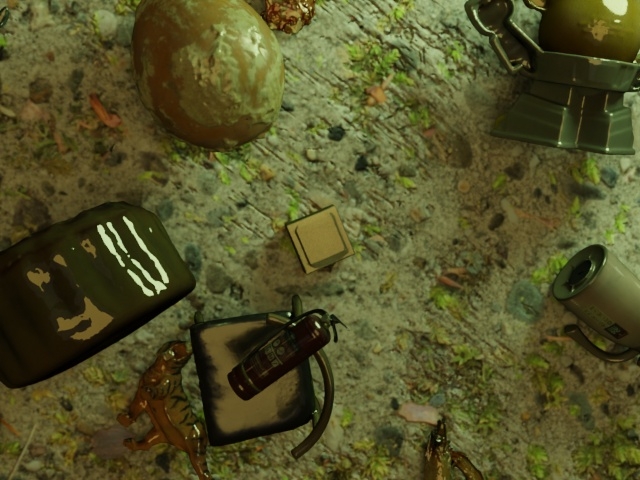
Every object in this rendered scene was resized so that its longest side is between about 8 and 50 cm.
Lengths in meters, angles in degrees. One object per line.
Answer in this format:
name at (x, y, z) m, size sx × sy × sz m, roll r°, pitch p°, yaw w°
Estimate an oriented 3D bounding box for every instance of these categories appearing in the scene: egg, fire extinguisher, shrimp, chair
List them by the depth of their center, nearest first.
fire extinguisher at (-0.039, 0.132, 1.291) m, size 0.158 × 0.064 × 0.043 m, roll -36°, pitch 139°, yaw 9°
egg at (-0.151, -0.236, 1.431) m, size 0.203 × 0.203 × 0.245 m, roll -31°, pitch 91°, yaw -4°
chair at (-0.081, 0.178, 1.437) m, size 0.166 × 0.272 × 0.188 m, roll -10°, pitch 95°, yaw -7°
shrimp at (0.199, 0.355, 1.605) m, size 0.099 × 0.041 × 0.180 m, roll -10°, pitch 95°, yaw -8°

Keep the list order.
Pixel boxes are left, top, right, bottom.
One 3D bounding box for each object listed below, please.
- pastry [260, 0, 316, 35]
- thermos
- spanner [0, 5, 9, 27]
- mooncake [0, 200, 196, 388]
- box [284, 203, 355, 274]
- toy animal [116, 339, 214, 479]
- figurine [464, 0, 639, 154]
pastry at (-0.050, -0.374, 1.506) m, size 0.087 × 0.063 × 0.169 m, roll -7°, pitch 101°, yaw 2°
thermos at (0.438, 0.114, 1.598) m, size 0.193 × 0.105 × 0.137 m, roll 39°, pitch 115°, yaw -15°
spanner at (-0.502, -0.222, 1.477) m, size 0.054 × 0.015 × 0.254 m, roll 25°, pitch 91°, yaw -9°
mooncake at (-0.316, 0.066, 1.395) m, size 0.290 × 0.290 × 0.161 m, roll -29°, pitch 88°, yaw -4°
box at (0.000, 0.000, 1.552) m, size 0.079 × 0.035 × 0.083 m, roll -22°, pitch 98°, yaw -5°
toy animal at (-0.199, 0.276, 1.530) m, size 0.116 × 0.114 × 0.255 m, roll -37°, pitch 107°, yaw -47°
figurine at (0.376, -0.270, 1.516) m, size 0.343 × 0.167 × 0.284 m, roll 0°, pitch 104°, yaw -28°
